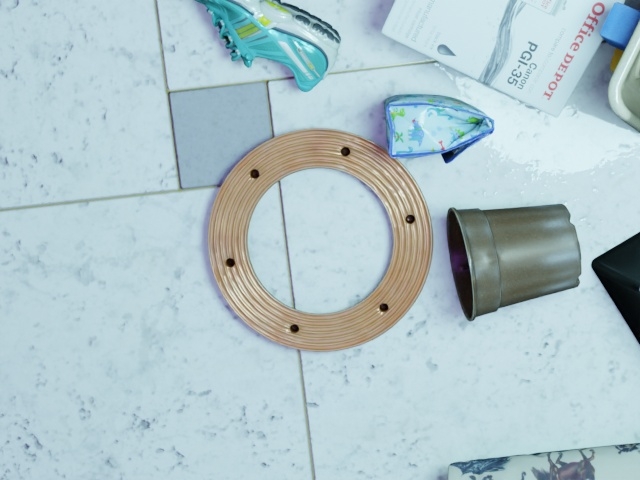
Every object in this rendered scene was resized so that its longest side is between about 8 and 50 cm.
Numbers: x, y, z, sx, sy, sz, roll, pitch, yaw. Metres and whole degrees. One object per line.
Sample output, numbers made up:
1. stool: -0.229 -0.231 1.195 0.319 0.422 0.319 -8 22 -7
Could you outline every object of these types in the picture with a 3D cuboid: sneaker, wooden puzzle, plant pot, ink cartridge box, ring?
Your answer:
1. sneaker: -0.107 -0.308 1.895 0.275 0.107 0.110 29 108 -1
2. wooden puzzle: 0.456 -0.324 1.761 0.080 0.322 0.348 23 97 18
3. plant pot: 0.280 0.022 1.894 0.165 0.167 0.167 -9 97 -3
4. ink cartridge box: 0.257 -0.331 1.828 0.283 0.117 0.207 25 123 -1
5. ring: 0.000 0.000 1.964 0.336 0.032 0.337 0 97 3
6. plant pot: 0.522 0.073 1.878 0.188 0.167 0.187 -32 94 8

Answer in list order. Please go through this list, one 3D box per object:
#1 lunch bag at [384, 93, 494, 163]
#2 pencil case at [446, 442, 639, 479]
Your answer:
1. lunch bag: 0.169 -0.164 1.882 0.151 0.129 0.096 -5 102 2
2. pencil case: 0.372 0.398 1.933 0.410 0.160 0.184 -6 83 4
